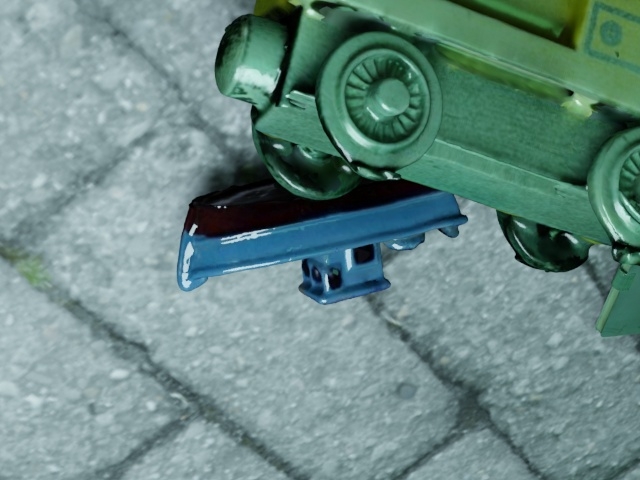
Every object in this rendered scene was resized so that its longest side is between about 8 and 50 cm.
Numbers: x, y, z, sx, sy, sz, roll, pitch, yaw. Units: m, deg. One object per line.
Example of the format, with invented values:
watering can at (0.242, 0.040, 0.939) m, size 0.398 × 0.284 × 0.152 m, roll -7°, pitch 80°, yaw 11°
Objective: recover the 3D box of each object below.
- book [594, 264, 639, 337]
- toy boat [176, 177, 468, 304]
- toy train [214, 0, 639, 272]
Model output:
book at (0.317, 0.032, 1.105) m, size 0.103 × 0.017 × 0.135 m, roll -4°, pitch 128°, yaw -26°
toy boat at (0.000, 0.000, 0.868) m, size 0.223 × 0.100 × 0.097 m, roll -12°, pitch 106°, yaw -21°
toy train at (0.117, -0.118, 0.788) m, size 0.368 × 0.150 × 0.237 m, roll 16°, pitch 83°, yaw -21°
